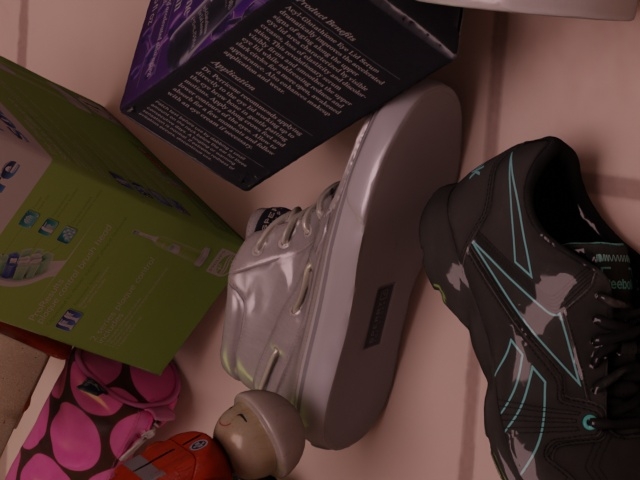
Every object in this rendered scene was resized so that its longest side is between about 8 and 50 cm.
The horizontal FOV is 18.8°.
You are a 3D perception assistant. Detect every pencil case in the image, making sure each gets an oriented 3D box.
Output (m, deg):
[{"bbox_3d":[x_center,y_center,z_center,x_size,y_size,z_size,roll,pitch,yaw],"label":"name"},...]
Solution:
[{"bbox_3d":[-0.178,0.169,1.442,0.098,0.095,0.209,43,124,24],"label":"pencil case"}]

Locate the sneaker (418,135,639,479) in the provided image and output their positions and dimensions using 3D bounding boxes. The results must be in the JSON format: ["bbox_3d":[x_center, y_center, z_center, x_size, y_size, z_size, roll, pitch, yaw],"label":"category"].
[{"bbox_3d":[0.143,0.065,1.098,0.106,0.101,0.267,-39,65,37],"label":"sneaker"}]

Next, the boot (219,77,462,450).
[{"bbox_3d":[0.000,0.000,1.241,0.123,0.095,0.258,31,114,33],"label":"boot"}]

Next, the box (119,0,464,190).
[{"bbox_3d":[-0.011,-0.150,1.196,0.207,0.108,0.153,-32,36,42],"label":"box"}]

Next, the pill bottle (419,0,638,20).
[{"bbox_3d":[0.126,-0.274,1.048,0.169,0.169,0.301,14,101,45],"label":"pill bottle"}]

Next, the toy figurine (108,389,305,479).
[{"bbox_3d":[-0.044,0.223,1.232,0.209,0.148,0.213,53,157,23],"label":"toy figurine"}]

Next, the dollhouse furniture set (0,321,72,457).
[{"bbox_3d":[-0.295,0.022,1.377,0.135,0.259,0.262,-64,10,10],"label":"dollhouse furniture set"}]

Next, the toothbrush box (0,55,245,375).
[{"bbox_3d":[-0.214,-0.039,1.313,0.206,0.283,0.122,42,98,35],"label":"toothbrush box"}]
